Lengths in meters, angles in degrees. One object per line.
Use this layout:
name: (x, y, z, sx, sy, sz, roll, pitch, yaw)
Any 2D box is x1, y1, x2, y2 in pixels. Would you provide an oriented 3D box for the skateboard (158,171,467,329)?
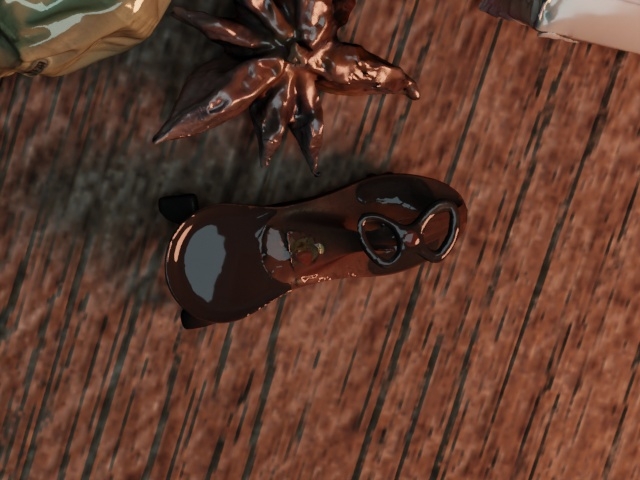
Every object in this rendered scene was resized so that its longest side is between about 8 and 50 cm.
skateboard: (0.000, 0.000, 0.912, 0.151, 0.080, 0.067, -12, 98, -8)

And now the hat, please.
hat: (-0.115, -0.151, 0.875, 0.122, 0.081, 0.166, -2, 88, 34)

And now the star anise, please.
star anise: (-0.027, -0.080, 0.898, 0.129, 0.056, 0.124, -33, 112, -15)

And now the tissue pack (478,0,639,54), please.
tissue pack: (0.211, -0.163, 0.884, 0.225, 0.124, 0.185, 13, 100, -11)
